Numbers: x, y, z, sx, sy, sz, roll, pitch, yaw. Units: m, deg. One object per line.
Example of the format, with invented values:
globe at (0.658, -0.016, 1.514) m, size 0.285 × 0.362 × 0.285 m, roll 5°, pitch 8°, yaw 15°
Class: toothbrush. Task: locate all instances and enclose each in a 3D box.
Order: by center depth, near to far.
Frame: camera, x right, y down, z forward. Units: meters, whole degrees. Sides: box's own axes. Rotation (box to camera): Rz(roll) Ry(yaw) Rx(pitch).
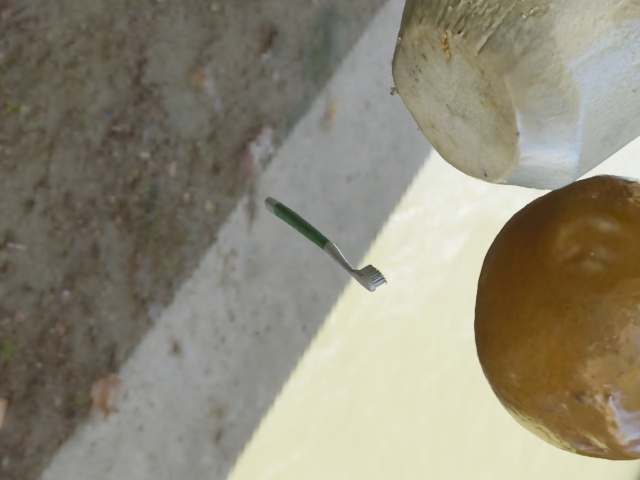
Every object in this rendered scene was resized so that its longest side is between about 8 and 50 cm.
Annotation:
toothbrush at (0.000, 0.000, 1.535) m, size 0.024 × 0.257 × 0.018 m, roll -29°, pitch 121°, yaw -16°

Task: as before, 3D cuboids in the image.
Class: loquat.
loquat at (0.332, 0.088, 1.667) m, size 0.328 × 0.328 × 0.329 m, roll -28°, pitch 123°, yaw -56°

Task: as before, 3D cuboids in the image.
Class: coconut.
coconut at (0.205, -0.186, 1.344) m, size 0.247 × 0.245 × 0.245 m, roll -36°, pitch 132°, yaw -26°
